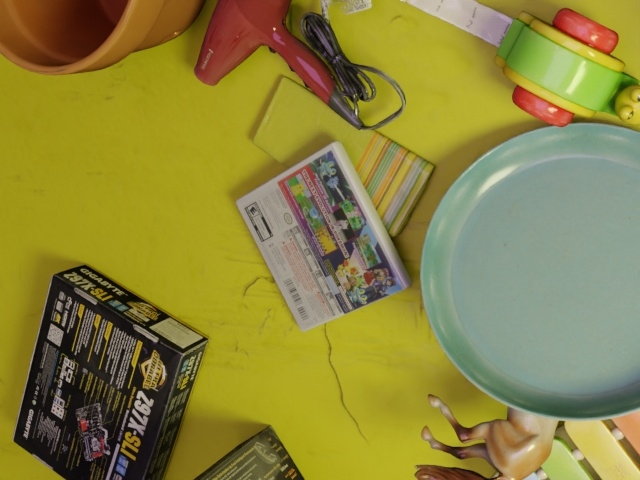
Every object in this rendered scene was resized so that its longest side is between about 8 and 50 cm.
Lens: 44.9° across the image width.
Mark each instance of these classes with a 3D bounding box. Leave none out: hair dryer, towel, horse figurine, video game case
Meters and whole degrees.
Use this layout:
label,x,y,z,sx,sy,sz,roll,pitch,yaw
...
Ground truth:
label,x,y,z,sx,sy,sz,roll,pitch,yaw
hair dryer,-0.045,-0.238,0.942,0.293,0.080,0.224,1,103,34
towel,0.026,-0.109,0.983,0.237,0.021,0.102,34,108,18
horse figurine,0.211,0.181,0.858,0.174,0.066,0.263,24,79,38
video game case,0.000,0.000,0.997,0.183,0.023,0.201,-27,90,36

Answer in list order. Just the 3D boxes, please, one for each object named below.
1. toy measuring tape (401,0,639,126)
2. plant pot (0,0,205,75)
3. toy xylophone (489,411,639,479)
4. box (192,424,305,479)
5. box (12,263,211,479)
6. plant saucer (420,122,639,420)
label,x,y,z,sx,sy,sz,roll,pitch,yaw
toy measuring tape,0.201,-0.212,0.821,0.330,0.121,0.121,34,113,17
plant pot,-0.276,-0.355,0.980,0.290,0.203,0.291,5,102,25
toy xylophone,0.357,0.266,0.854,0.236,0.081,0.323,47,116,11
box,-0.091,0.403,0.977,0.076,0.307,0.242,-36,84,24
box,-0.332,0.236,1.196,0.257,0.079,0.322,26,110,18
plant saucer,0.264,0.030,0.817,0.317,0.043,0.318,-7,70,21
